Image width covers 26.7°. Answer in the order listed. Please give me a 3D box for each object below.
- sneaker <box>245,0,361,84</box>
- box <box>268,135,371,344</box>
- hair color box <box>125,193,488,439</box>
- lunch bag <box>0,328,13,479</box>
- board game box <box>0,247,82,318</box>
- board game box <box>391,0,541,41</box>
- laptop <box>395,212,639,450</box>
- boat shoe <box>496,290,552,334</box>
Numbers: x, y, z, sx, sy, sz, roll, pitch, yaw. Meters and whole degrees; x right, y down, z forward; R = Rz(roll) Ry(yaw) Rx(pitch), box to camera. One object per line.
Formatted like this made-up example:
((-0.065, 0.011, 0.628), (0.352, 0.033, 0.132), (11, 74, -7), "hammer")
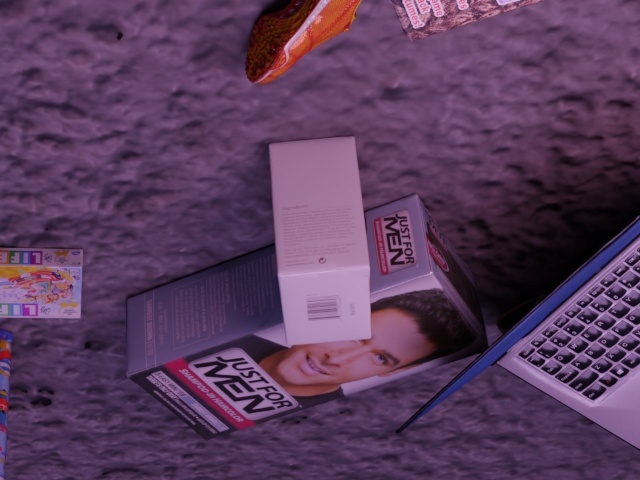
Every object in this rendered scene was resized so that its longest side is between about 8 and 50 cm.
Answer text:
((-0.007, -0.193, 1.207), (0.067, 0.064, 0.175), (11, 144, -38), "sneaker")
((0.000, 0.000, 1.375), (0.091, 0.170, 0.130), (-5, 144, 0), "box")
((-0.017, 0.097, 1.554), (0.375, 0.113, 0.185), (-20, 141, 17), "hair color box")
((-0.474, 0.267, 1.621), (0.138, 0.220, 0.293), (11, 140, -22), "lunch bag")
((-0.345, 0.048, 1.508), (0.154, 0.026, 0.103), (1, 144, -10), "board game box")
((0.164, -0.305, 0.937), (0.291, 0.232, 0.141), (-15, 144, 12), "board game box")
((0.358, 0.118, 1.482), (0.408, 0.236, 0.382), (32, 124, -19), "laptop")
((0.276, 0.088, 1.640), (0.135, 0.050, 0.045), (-31, 143, 29), "boat shoe")
